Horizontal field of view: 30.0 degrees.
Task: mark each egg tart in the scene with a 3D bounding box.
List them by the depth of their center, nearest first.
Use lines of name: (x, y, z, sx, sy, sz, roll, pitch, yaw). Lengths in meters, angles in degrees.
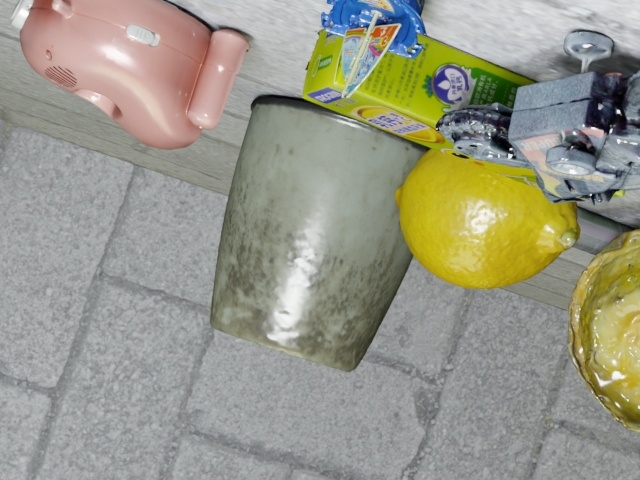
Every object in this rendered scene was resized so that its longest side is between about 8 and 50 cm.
egg tart: (0.471, 0.144, 1.575, 0.345, 0.346, 0.132, 15, -159, 32)

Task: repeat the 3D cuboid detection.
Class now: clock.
clock: (-0.233, -0.203, 1.347, 0.241, 0.142, 0.227, 24, 173, -21)

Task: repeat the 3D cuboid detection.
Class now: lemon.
lemon: (0.195, -0.034, 1.408, 0.244, 0.187, 0.187, 9, 171, 36)

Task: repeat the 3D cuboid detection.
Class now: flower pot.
flower pot: (0.000, 0.000, 1.671, 0.293, 0.330, 0.293, 16, 176, 1)

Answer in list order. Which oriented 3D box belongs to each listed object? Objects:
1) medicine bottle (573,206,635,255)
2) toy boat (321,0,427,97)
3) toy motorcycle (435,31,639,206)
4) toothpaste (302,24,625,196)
medicine bottle: (0.439, 0.006, 1.738, 0.199, 0.058, 0.057, 19, 175, -16)
toy boat: (0.040, -0.162, 0.946, 0.091, 0.110, 0.175, 18, 174, 0)
toy motorcycle: (0.242, -0.090, 0.998, 0.173, 0.108, 0.307, 19, 168, -34)
toothpaste: (0.150, -0.125, 1.168, 0.327, 0.077, 0.110, 19, 176, -17)
